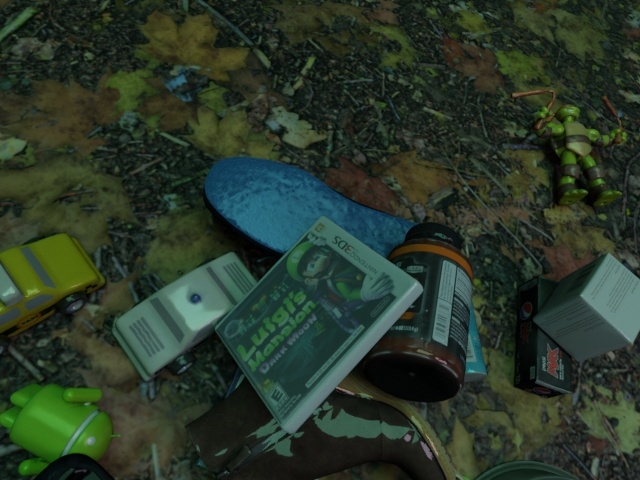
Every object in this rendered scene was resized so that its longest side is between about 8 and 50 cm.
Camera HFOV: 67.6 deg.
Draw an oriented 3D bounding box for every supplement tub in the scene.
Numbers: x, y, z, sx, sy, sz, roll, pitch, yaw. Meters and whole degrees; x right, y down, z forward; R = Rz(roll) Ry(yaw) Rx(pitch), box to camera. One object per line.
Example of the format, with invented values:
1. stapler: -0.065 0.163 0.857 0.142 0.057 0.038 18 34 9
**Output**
1. supplement tub: 0.115 0.071 0.539 0.106 0.106 0.197 23 49 -3

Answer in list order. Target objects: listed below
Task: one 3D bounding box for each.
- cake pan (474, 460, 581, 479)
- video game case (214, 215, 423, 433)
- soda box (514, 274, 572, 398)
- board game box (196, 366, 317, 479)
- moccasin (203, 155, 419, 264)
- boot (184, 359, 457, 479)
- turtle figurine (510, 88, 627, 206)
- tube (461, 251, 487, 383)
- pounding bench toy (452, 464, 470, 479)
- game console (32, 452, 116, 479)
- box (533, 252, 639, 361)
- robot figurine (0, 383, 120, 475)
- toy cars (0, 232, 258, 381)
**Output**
1. cake pan: 0.281 0.415 0.555 0.294 0.054 0.293 6 62 -12
2. video game case: -0.013 0.076 0.517 0.190 0.022 0.173 -47 42 -5
3. soda box: 0.331 0.141 0.711 0.060 0.053 0.168 19 60 -5
4. board game box: -0.046 0.197 0.588 0.136 0.035 0.201 24 59 -3
5. moccasin: 0.000 0.000 0.662 0.342 0.117 0.137 25 72 -7
6. boot: 0.003 0.232 0.527 0.207 0.090 0.248 -39 78 -20
7. turtle figurine: 0.463 -0.173 0.892 0.270 0.087 0.217 7 69 -22
8. tube: 0.193 0.100 0.700 0.080 0.052 0.206 8 56 -17
9. pounding bench toy: 0.150 0.298 0.562 0.052 0.083 0.065 39 61 6
10. game console: -0.138 0.348 0.457 0.361 0.044 0.213 45 60 0
11. box: 0.375 0.093 0.658 0.087 0.102 0.101 44 59 10
12. robot figurine: -0.273 0.197 0.506 0.115 0.067 0.101 30 86 -1
13. toy cars: -0.255 0.068 0.567 0.394 0.087 0.176 7 62 -12
